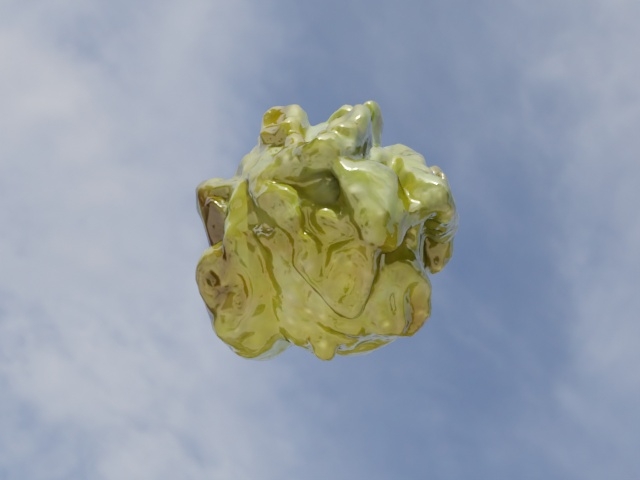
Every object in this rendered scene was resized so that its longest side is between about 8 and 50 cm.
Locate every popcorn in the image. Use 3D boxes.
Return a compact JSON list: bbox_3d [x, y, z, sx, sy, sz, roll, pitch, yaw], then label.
[{"bbox_3d":[0.013,-0.013,1.431,0.312,0.312,0.312,11,-59,19],"label":"popcorn"}]
